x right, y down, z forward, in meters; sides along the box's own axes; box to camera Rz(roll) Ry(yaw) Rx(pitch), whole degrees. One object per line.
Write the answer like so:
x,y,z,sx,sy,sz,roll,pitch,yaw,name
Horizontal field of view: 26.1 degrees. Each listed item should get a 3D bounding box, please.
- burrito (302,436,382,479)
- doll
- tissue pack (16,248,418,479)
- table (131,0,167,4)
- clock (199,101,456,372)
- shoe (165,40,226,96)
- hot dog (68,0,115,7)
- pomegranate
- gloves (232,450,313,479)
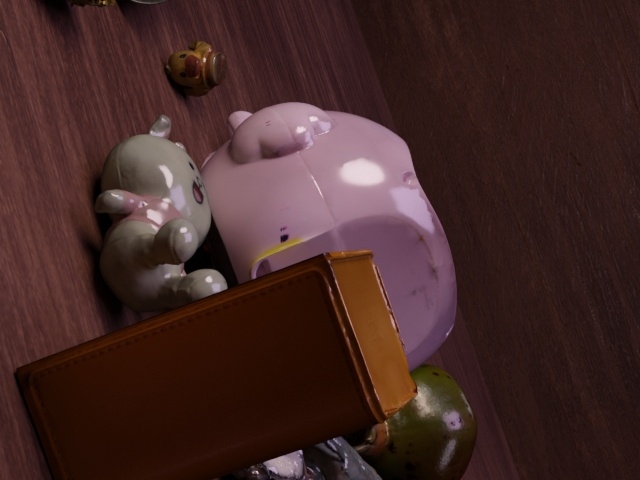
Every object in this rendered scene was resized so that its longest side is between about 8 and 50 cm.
0.044,0.324,1.816,0.309,0.066,0.096,55,13,-49,burrito
-0.172,-0.024,1.400,0.155,0.113,0.275,57,10,-35,doll
-0.077,0.118,1.160,0.194,0.275,0.145,-13,83,-77,tissue pack
-0.202,-0.387,1.803,0.220,0.126,0.126,-71,139,-71,table
0.000,0.000,1.614,0.376,0.251,0.368,-131,-158,-65,clock
-0.164,-0.228,1.851,0.109,0.069,0.072,-66,158,-61,shoe
-0.272,-0.354,1.505,0.146,0.103,0.213,22,47,-72,hot dog
0.120,0.262,1.937,0.246,0.198,0.198,51,21,-63,pomegranate
-0.063,0.232,1.502,0.153,0.070,0.114,42,36,-63,gloves
